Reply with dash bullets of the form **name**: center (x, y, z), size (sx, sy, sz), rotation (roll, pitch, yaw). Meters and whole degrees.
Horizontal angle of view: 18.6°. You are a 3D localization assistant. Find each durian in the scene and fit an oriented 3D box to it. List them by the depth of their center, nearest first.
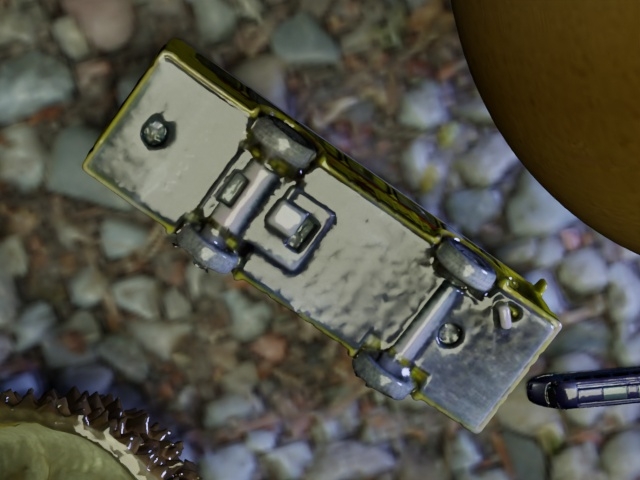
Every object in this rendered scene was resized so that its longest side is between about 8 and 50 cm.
- **durian**: center (-0.113, 0.129, 0.929), size (0.188, 0.091, 0.148), rotation (4, 108, 19)

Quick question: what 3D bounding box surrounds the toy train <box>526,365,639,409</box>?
- **toy train**: center (0.144, 0.073, 0.969), size (0.083, 0.017, 0.017), rotation (-5, 105, -1)

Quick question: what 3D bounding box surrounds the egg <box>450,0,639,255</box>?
- **egg**: center (0.173, -0.143, 0.789), size (0.250, 0.250, 0.322), rotation (-8, 102, -1)

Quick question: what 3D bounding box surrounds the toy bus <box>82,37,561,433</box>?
- **toy bus**: center (0.000, 0.000, 0.911), size (0.226, 0.074, 0.081), rotation (33, 100, -11)
